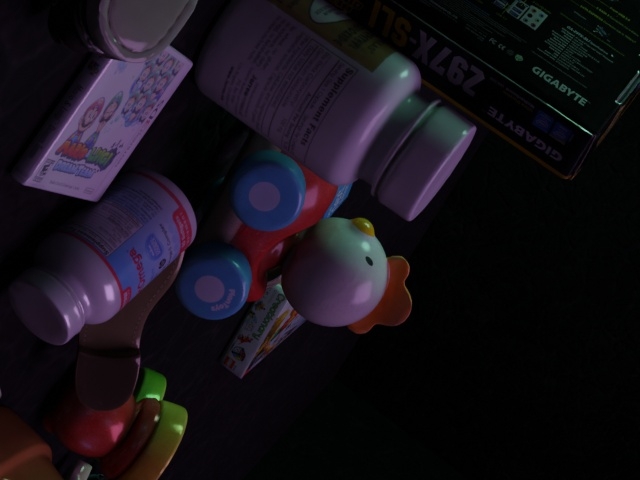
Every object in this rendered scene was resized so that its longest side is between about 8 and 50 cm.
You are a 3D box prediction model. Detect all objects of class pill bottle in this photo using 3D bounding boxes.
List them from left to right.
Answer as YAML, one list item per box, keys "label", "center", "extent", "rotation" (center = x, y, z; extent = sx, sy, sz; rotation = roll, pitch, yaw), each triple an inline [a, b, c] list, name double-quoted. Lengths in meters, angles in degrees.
- label: "pill bottle"
  center: [-0.184, 0.014, 1.059]
  extent: [0.160, 0.087, 0.087]
  rotation: [-46, 168, -38]
- label: "pill bottle"
  center: [0.016, -0.124, 1.103]
  extent: [0.131, 0.229, 0.131]
  rotation: [-52, 171, -12]

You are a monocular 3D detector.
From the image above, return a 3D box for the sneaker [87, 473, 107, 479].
- label: "sneaker"
  center: [-0.300, 0.380, 1.772]
  extent: [0.299, 0.120, 0.112]
  rotation: [89, 7, -87]

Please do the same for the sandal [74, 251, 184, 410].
- label: "sandal"
  center: [-0.193, 0.043, 1.211]
  extent: [0.079, 0.088, 0.240]
  rotation: [-116, -140, -61]

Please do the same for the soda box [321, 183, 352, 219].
- label: "soda box"
  center: [0.011, -0.106, 1.660]
  extent: [0.071, 0.067, 0.210]
  rotation: [-48, 170, -29]

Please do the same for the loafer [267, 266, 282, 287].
- label: "loafer"
  center: [-0.044, -0.059, 1.486]
  extent: [0.092, 0.101, 0.269]
  rotation: [-30, 146, -65]

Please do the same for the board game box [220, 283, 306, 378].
- label: "board game box"
  center: [-0.046, 0.095, 2.156]
  extent: [0.193, 0.053, 0.305]
  rotation: [-59, 169, 30]

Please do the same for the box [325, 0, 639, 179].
- label: "box"
  center: [0.172, -0.241, 1.170]
  extent: [0.257, 0.322, 0.079]
  rotation: [-49, 168, -31]

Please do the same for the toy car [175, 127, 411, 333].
- label: "toy car"
  center: [0.000, 0.000, 1.286]
  extent: [0.210, 0.238, 0.219]
  rotation: [-58, -170, 22]

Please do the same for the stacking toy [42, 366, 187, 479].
- label: "stacking toy"
  center: [-0.302, 0.256, 1.470]
  extent: [0.309, 0.130, 0.279]
  rotation: [-52, -163, 7]

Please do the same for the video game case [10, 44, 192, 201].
- label: "video game case"
  center: [-0.163, -0.097, 0.967]
  extent: [0.143, 0.019, 0.157]
  rotation: [-54, 171, 3]

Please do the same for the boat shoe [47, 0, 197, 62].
- label: "boat shoe"
  center: [-0.089, -0.204, 0.807]
  extent: [0.228, 0.068, 0.081]
  rotation: [-53, 132, -27]

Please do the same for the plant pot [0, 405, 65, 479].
- label: "plant pot"
  center: [-0.319, 0.333, 1.203]
  extent: [0.291, 0.203, 0.291]
  rotation: [-53, 171, -11]
